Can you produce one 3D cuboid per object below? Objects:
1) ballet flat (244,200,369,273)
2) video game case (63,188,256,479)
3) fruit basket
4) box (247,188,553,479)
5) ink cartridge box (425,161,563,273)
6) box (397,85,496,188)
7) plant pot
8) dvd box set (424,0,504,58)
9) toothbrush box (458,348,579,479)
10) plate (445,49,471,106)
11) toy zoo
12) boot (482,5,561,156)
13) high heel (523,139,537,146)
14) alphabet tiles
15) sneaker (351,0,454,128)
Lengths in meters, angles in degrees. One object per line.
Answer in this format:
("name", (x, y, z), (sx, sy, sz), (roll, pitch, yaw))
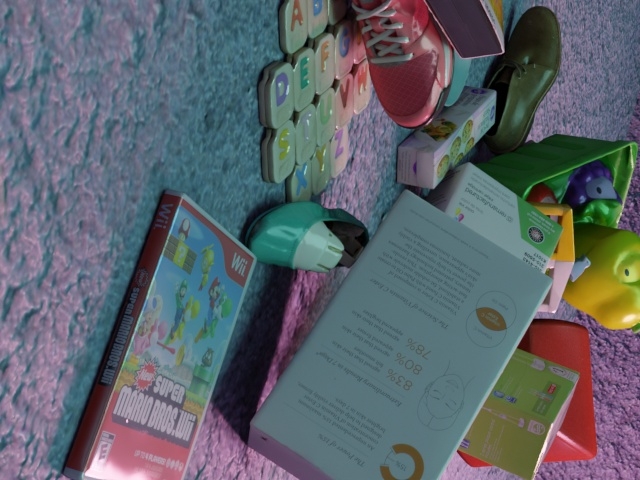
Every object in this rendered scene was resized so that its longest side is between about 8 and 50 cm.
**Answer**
("ballet flat", (0.000, 0.000, 1.304), (0.083, 0.087, 0.247), (-64, 160, 13))
("video game case", (-0.152, 0.115, 1.091), (0.204, 0.025, 0.285), (47, 58, -64))
("fruit basket", (0.478, -0.012, 1.991), (0.392, 0.392, 0.283), (-45, 147, -53))
("box", (0.093, 0.151, 1.310), (0.345, 0.215, 0.168), (-56, 174, -18))
("ink cartridge box", (0.232, 0.053, 1.700), (0.278, 0.201, 0.117), (-62, -166, -22))
("box", (0.212, -0.175, 1.769), (0.324, 0.063, 0.067), (-43, 140, -55))
("plant pot", (0.357, 0.274, 2.063), (0.236, 0.267, 0.267), (34, 51, -54))
("dvd box set", (0.150, -0.461, 1.250), (0.307, 0.062, 0.420), (32, 55, -66))
("toothbrush box", (0.266, 0.256, 1.814), (0.206, 0.283, 0.122), (-35, 144, -60))
("plate", (0.213, -0.312, 1.753), (0.188, 0.024, 0.188), (11, 90, -68))
("toy zoo", (0.315, 0.026, 1.846), (0.030, 0.293, 0.192), (-99, -168, -71))
("boot", (0.379, -0.318, 2.055), (0.115, 0.112, 0.305), (31, 75, -60))
("high heel", (0.397, -0.098, 2.277), (0.117, 0.082, 0.244), (-29, 148, -26))
("alphabet tiles", (0.000, -0.182, 1.311), (0.284, 0.021, 0.278), (-46, 142, -52))
("sneaker", (0.073, -0.286, 1.304), (0.136, 0.116, 0.313), (-19, 104, -53))
